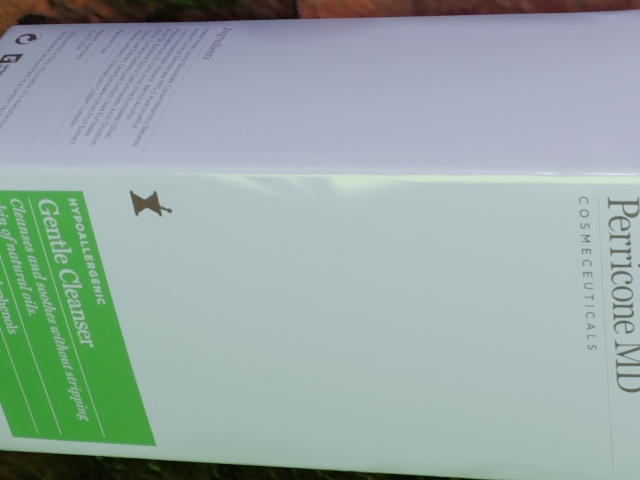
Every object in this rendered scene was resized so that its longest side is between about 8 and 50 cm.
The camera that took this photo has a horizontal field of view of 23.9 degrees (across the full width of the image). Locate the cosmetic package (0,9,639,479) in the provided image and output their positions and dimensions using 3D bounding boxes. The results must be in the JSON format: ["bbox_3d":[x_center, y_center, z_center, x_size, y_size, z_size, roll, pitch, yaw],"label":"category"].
[{"bbox_3d":[0.000,0.000,0.772,0.365,0.155,0.197,1,126,18],"label":"cosmetic package"}]
